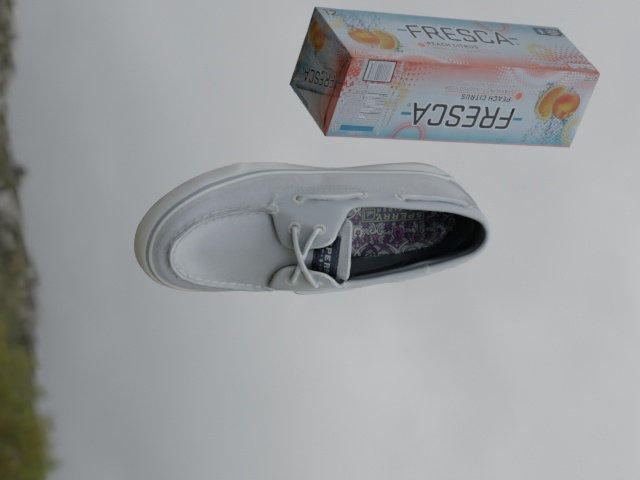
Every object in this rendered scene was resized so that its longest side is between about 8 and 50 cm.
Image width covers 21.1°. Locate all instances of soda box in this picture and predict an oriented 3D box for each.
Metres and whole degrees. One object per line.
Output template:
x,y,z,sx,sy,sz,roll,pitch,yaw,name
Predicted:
0.077,-0.099,1.063,0.063,0.183,0.058,58,-42,46,soda box

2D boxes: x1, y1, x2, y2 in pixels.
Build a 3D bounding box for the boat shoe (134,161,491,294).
0.000,0.000,0.876,0.063,0.184,0.066,-139,-127,-59,boat shoe
